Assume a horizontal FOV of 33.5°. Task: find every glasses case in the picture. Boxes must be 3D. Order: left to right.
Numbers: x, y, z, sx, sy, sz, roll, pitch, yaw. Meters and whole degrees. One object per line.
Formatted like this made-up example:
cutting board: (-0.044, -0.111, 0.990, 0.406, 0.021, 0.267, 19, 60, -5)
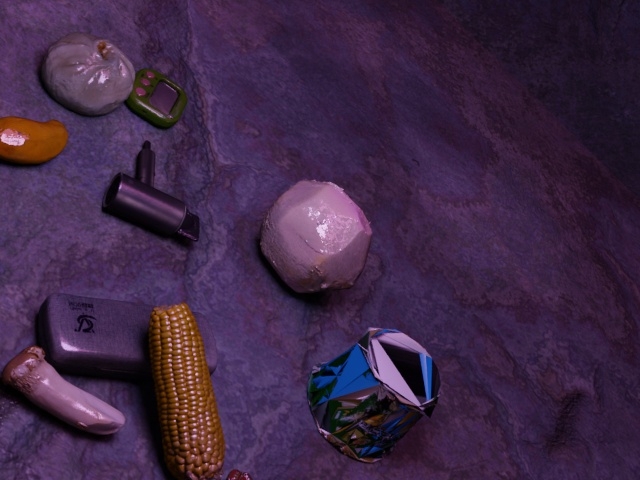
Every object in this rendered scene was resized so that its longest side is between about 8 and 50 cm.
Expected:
glasses case: (-0.330, 0.174, 1.851, 0.323, 0.074, 0.131, 12, 46, -37)

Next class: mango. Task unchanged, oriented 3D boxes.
mango: (-0.548, -0.188, 1.993, 0.190, 0.075, 0.098, -11, 69, -56)

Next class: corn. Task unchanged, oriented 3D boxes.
corn: (-0.230, 0.257, 1.782, 0.106, 0.106, 0.305, -7, 83, -47)

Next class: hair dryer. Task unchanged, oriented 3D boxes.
hair dryer: (-0.329, -0.117, 2.145, 0.196, 0.078, 0.248, 26, 35, -27)

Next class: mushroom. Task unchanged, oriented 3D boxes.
mushroom: (-0.411, 0.249, 1.710, 0.209, 0.071, 0.084, 38, 12, -15)

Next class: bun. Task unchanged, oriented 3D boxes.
bun: (-0.474, -0.352, 2.186, 0.195, 0.118, 0.195, 23, 45, -26)

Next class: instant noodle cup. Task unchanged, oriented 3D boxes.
instant noodle cup: (0.114, 0.290, 2.078, 0.240, 0.178, 0.240, 26, 40, -24)

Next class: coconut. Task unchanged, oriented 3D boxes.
coconut: (-0.001, 0.001, 2.212, 0.230, 0.227, 0.227, 46, 36, 13)

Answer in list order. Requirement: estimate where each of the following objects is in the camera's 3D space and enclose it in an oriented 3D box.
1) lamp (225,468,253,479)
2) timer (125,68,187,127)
lamp: (-0.126, 0.428, 1.841, 0.083, 0.031, 0.063, 39, 36, -1)
timer: (-0.358, -0.308, 2.313, 0.128, 0.047, 0.140, 32, 38, -14)
